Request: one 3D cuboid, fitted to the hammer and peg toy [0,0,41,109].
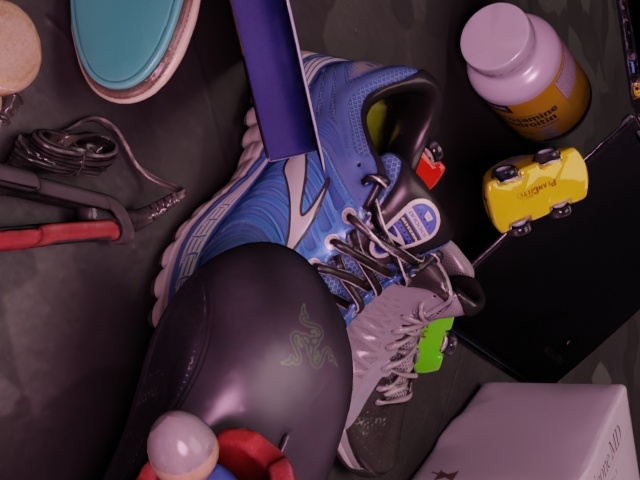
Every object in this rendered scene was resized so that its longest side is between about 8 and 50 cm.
[{"bbox_3d":[-0.251,-0.161,0.303,0.266,0.127,0.362,-44,124,-51],"label":"hammer and peg toy"}]

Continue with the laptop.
[{"bbox_3d":[0.280,-0.082,1.165,0.382,0.236,0.408,35,49,-55],"label":"laptop"}]

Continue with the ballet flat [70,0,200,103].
[{"bbox_3d":[-0.099,-0.197,0.622,0.086,0.086,0.249,8,80,-59],"label":"ballet flat"}]

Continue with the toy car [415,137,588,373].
[{"bbox_3d":[0.101,0.002,0.922,0.238,0.053,0.225,12,98,-20],"label":"toy car"}]

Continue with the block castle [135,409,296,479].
[{"bbox_3d":[-0.069,0.275,0.335,0.453,0.303,0.213,-45,132,-34],"label":"block castle"}]

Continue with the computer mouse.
[{"bbox_3d":[-0.046,0.135,0.570,0.188,0.072,0.272,21,84,-35],"label":"computer mouse"}]

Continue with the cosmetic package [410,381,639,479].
[{"bbox_3d":[0.234,0.393,1.052,0.230,0.161,0.454,-37,118,-55],"label":"cosmetic package"}]

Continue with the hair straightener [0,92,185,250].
[{"bbox_3d":[-0.144,-0.039,0.552,0.230,0.047,0.089,-4,91,-60],"label":"hair straightener"}]

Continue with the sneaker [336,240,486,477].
[{"bbox_3d":[0.066,0.078,0.819,0.086,0.132,0.229,-24,107,-58],"label":"sneaker"}]

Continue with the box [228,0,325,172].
[{"bbox_3d":[-0.036,-0.142,0.643,0.225,0.036,0.137,-105,-178,-60],"label":"box"}]

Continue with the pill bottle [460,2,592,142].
[{"bbox_3d":[0.219,-0.181,1.141,0.184,0.103,0.103,28,63,-55],"label":"pill bottle"}]

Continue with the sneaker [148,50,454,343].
[{"bbox_3d":[0.000,0.000,0.698,0.130,0.147,0.330,51,49,-45],"label":"sneaker"}]
